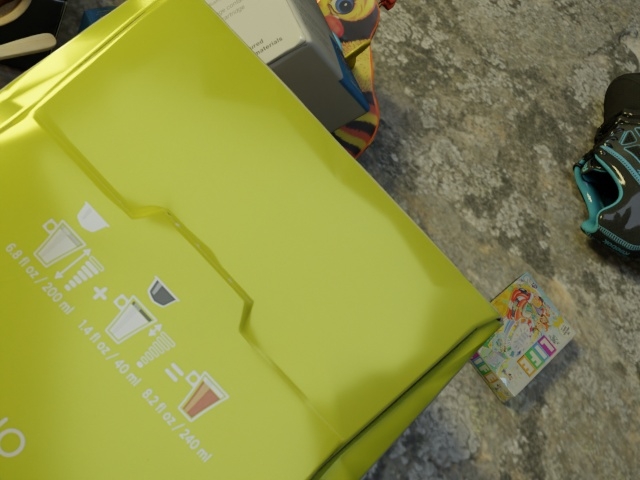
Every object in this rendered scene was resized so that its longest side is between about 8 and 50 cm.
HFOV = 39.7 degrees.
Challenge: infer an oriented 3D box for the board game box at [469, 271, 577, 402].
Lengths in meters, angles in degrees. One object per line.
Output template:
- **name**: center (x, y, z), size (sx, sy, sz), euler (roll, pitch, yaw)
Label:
- **board game box**: center (0.245, 0.119, 1.114), size (0.154, 0.026, 0.103), euler (-34, 83, -38)

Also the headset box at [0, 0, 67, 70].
- **headset box**: center (-0.393, -0.340, 0.959), size (0.246, 0.131, 0.283), euler (11, 58, -23)

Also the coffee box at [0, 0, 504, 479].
- **coffee box**: center (-0.139, 0.083, 0.679), size (0.337, 0.334, 0.338), euler (47, 67, 2)

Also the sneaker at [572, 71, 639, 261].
- **sneaker**: center (0.451, -0.129, 1.309), size (0.139, 0.125, 0.341), euler (17, 54, -14)

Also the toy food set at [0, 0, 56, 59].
- **toy food set**: center (-0.337, -0.255, 0.838), size (0.132, 0.038, 0.192), euler (-26, 81, -35)

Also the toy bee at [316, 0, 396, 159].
- **toy bee**: center (0.028, -0.241, 1.076), size (0.162, 0.195, 0.298), euler (-17, 112, -2)

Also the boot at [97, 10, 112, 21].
- **boot**: center (-0.283, -0.133, 0.884), size (0.076, 0.208, 0.190), euler (55, 20, -33)

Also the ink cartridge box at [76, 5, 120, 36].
- **ink cartridge box**: center (-0.205, -0.180, 0.997), size (0.092, 0.090, 0.143), euler (-17, 72, -34)

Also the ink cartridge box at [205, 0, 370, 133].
- **ink cartridge box**: center (-0.091, -0.261, 0.914), size (0.308, 0.129, 0.223), euler (65, 13, 15)
